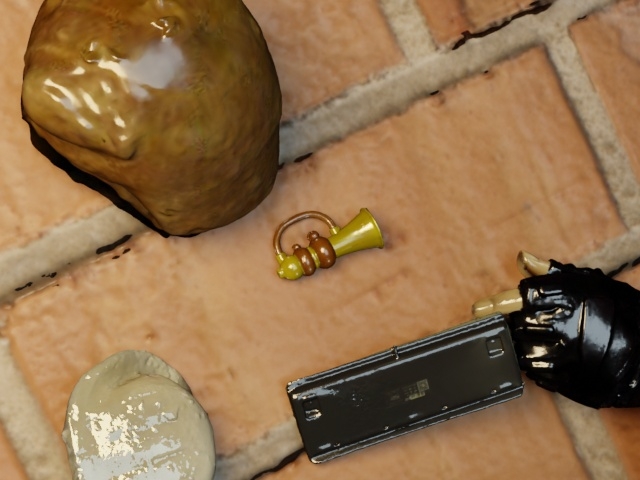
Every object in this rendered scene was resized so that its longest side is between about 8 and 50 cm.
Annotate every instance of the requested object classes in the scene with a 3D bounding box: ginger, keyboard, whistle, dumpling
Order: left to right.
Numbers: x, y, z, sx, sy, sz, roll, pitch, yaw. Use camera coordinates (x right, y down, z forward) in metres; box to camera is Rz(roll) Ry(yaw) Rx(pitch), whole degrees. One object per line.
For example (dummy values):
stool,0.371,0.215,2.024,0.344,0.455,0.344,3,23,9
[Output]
dumpling,-0.171,0.189,1.284,0.150,0.092,0.176,27,78,-20
ginger,-0.134,-0.132,1.253,0.269,0.223,0.200,34,73,-13
whistle,0.003,0.000,1.387,0.109,0.046,0.057,-20,109,-14
keyboard,0.084,0.143,1.386,0.230,0.025,0.093,-17,102,-5

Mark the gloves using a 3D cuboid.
gloves,0.250,0.091,1.440,0.203,0.124,0.164,8,66,-27
